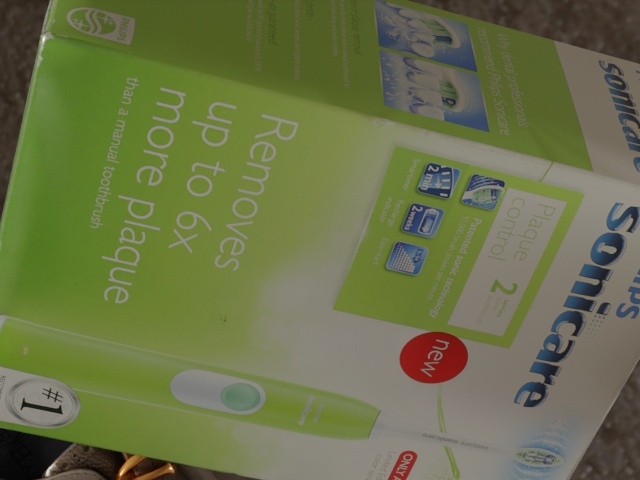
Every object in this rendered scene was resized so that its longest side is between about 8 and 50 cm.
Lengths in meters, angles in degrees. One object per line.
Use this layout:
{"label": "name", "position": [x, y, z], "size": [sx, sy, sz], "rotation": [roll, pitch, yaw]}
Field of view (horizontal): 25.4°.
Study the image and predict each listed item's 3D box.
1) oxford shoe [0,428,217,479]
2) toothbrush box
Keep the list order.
{"label": "oxford shoe", "position": [-0.094, 0.162, 0.719], "size": [0.363, 0.133, 0.130], "rotation": [36, 60, 19]}
{"label": "toothbrush box", "position": [0.000, 0.000, 0.647], "size": [0.283, 0.206, 0.122], "rotation": [13, 35, -12]}
